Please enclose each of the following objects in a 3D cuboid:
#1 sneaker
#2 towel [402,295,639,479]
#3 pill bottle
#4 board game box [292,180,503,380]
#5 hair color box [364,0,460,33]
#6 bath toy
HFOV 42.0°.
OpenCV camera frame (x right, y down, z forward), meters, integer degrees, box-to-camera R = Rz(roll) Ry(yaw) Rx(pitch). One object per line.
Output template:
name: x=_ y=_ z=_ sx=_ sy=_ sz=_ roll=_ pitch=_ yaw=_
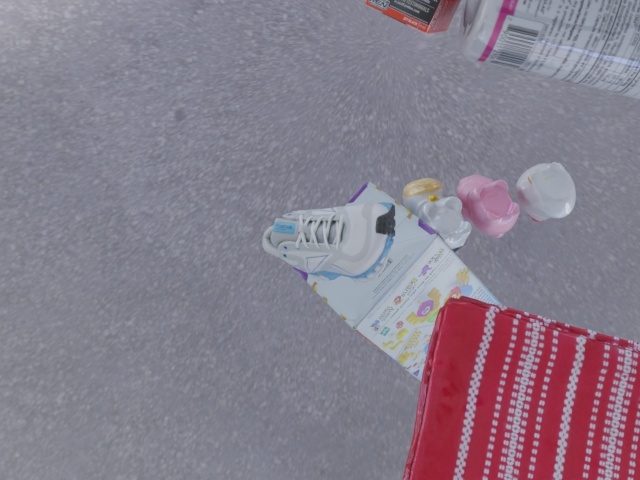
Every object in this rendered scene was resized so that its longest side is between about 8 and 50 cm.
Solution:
sneaker: x=0.000 y=0.000 z=0.769 sx=0.083 sy=0.191 sz=0.071 roll=17 pitch=74 yaw=-23
towel: x=0.185 y=0.156 z=0.505 sx=0.275 sy=0.031 sz=0.198 roll=15 pitch=73 yaw=9
pill bottle: x=0.299 y=-0.236 z=0.857 sx=0.283 sy=0.160 sz=0.160 roll=13 pitch=104 yaw=-2
board game box: x=0.118 y=0.075 z=1.053 sx=0.144 sy=0.142 sz=0.275 roll=-48 pitch=135 yaw=0
hair color box: x=0.100 y=-0.252 z=0.875 sx=0.072 sy=0.141 sz=0.043 roll=28 pitch=111 yaw=9
bath toy: x=0.264 y=-0.053 z=1.438 sx=0.349 sy=0.129 sz=0.151 roll=-14 pitch=66 yaw=-11
